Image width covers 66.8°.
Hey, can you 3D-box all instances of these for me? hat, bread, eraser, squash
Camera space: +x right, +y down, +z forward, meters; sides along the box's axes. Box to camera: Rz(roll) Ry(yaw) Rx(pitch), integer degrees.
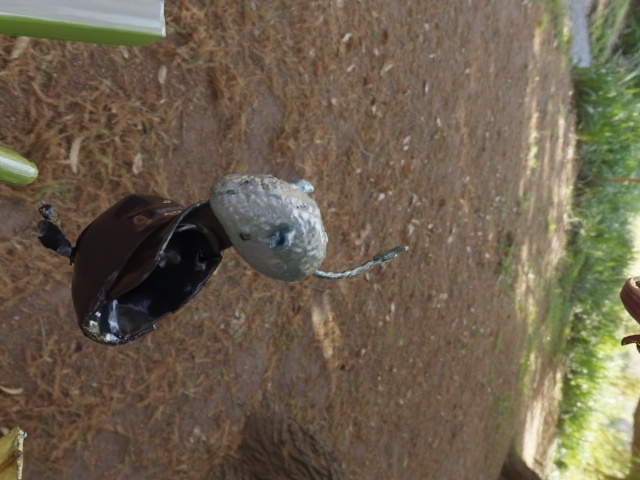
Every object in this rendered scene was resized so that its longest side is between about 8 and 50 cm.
[{"bbox_3d":[-0.266,-0.009,0.726,0.238,0.208,0.336,-23,163,-47],"label":"hat"},{"bbox_3d":[-0.714,0.548,1.042,0.178,0.266,0.141,-17,107,-25],"label":"bread"},{"bbox_3d":[-0.404,-0.364,0.762,0.274,0.210,0.092,-8,107,-30],"label":"eraser"},{"bbox_3d":[-0.640,-0.155,0.917,0.069,0.069,0.239,-70,161,-4],"label":"squash"}]

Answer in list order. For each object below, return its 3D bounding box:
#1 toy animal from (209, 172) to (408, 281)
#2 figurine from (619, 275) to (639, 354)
[{"bbox_3d":[-0.004,0.007,0.428,0.253,0.079,0.070,28,60,-54],"label":"toy animal"},{"bbox_3d":[0.297,0.078,0.390,0.126,0.114,0.156,-50,162,-79],"label":"figurine"}]
